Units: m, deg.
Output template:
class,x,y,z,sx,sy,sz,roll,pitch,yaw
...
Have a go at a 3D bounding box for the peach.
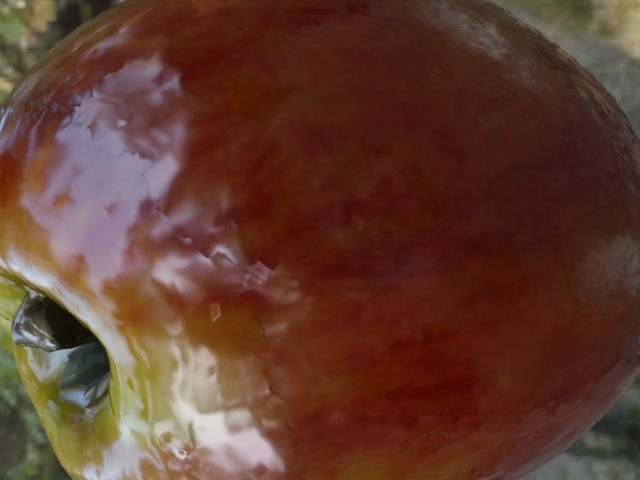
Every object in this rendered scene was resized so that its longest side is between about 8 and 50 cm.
class,x,y,z,sx,sy,sz,roll,pitch,yaw
peach,0.000,0.000,0.664,0.281,0.281,0.238,-109,7,-69
